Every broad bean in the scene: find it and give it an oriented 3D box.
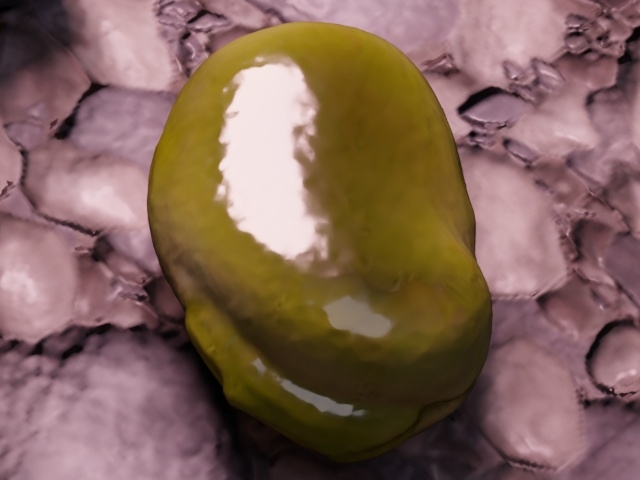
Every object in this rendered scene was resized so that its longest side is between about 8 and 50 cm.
[{"bbox_3d":[0.000,0.000,0.714,0.124,0.082,0.174,-7,54,-21],"label":"broad bean"}]
